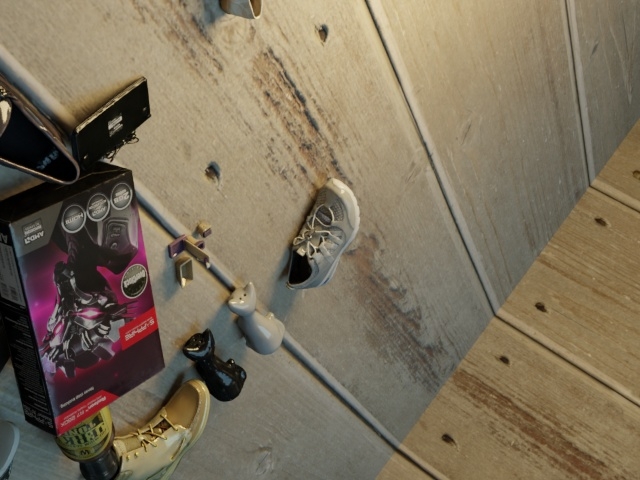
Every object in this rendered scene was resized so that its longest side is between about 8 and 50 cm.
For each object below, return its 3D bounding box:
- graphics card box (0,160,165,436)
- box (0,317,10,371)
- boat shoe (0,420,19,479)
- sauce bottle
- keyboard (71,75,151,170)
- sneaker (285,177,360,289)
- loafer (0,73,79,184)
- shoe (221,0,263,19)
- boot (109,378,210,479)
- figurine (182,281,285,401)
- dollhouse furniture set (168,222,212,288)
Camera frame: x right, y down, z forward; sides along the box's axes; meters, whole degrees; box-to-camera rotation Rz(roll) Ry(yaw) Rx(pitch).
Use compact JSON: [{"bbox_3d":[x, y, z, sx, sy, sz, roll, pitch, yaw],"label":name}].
[{"bbox_3d":[-0.373,0.087,1.569,0.233,0.094,0.370,-30,125,-42],"label":"graphics card box"},{"bbox_3d":[-0.530,0.143,1.532,0.190,0.045,0.184,-58,150,4],"label":"box"},{"bbox_3d":[-0.564,0.395,1.719,0.219,0.078,0.070,-57,159,7],"label":"boat shoe"},{"bbox_3d":[-0.426,0.322,1.820,0.111,0.111,0.344,-42,148,-26],"label":"sauce bottle"},{"bbox_3d":[-0.321,-0.169,1.533,0.192,0.038,0.100,-50,150,-48],"label":"keyboard"},{"bbox_3d":[0.000,0.000,2.173,0.115,0.105,0.281,-25,140,-46],"label":"sneaker"},{"bbox_3d":[-0.420,-0.154,1.337,0.109,0.095,0.302,-54,153,-2],"label":"loafer"},{"bbox_3d":[-0.108,-0.444,1.574,0.076,0.058,0.219,-32,144,-40],"label":"shoe"},{"bbox_3d":[-0.345,0.395,2.053,0.262,0.095,0.203,-57,152,10],"label":"boot"},{"bbox_3d":[-0.183,0.203,2.123,0.215,0.092,0.209,-49,148,-17],"label":"figurine"},{"bbox_3d":[-0.218,0.044,1.892,0.091,0.081,0.114,-37,147,-33],"label":"dollhouse furniture set"}]
